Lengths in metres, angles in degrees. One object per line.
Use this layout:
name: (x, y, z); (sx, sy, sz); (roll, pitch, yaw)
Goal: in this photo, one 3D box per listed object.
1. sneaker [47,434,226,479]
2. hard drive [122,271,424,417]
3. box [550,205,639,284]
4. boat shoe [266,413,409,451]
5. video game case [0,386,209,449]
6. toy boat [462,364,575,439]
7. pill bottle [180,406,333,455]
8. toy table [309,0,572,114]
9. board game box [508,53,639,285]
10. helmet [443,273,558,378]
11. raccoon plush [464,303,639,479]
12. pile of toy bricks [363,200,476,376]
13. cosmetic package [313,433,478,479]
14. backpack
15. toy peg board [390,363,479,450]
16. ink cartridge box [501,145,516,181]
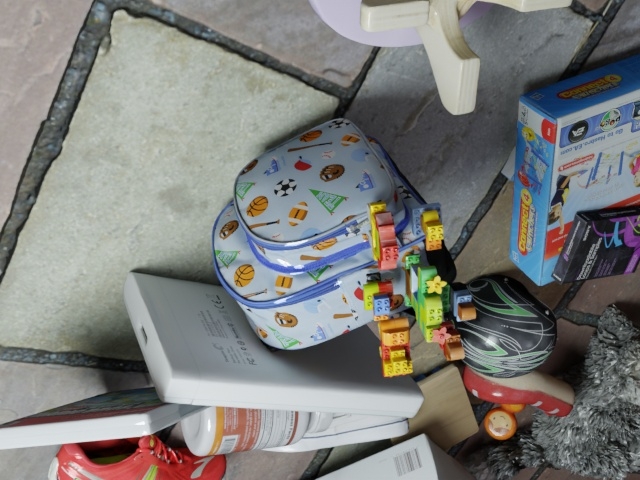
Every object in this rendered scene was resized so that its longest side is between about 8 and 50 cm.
sneaker: (-0.259, 0.335, 1.094); (0.279, 0.107, 0.118); (7, 110, -34)
hard drive: (-0.063, 0.138, 0.957); (0.353, 0.233, 0.047); (11, 111, -31)
box: (0.442, 0.007, 1.125); (0.162, 0.029, 0.116); (-6, 125, -24)
boat shoe: (0.019, 0.301, 1.232); (0.258, 0.095, 0.084); (-6, 85, -9)
video game case: (-0.239, 0.207, 0.891); (0.204, 0.025, 0.285); (-9, 175, 12)
toy boat: (0.352, 0.296, 1.345); (0.231, 0.151, 0.151); (27, 88, -38)
pill bottle: (-0.094, 0.256, 1.110); (0.216, 0.121, 0.121); (2, 121, -30)
toy table: (0.138, -0.289, 0.819); (0.274, 0.161, 0.252); (-23, 130, -11)
board game box: (0.446, -0.116, 1.118); (0.308, 0.086, 0.302); (-20, 130, -15)
helmet: (0.304, 0.152, 1.221); (0.169, 0.161, 0.169); (-14, 128, -19)
raccoon plush: (0.495, 0.332, 1.440); (0.446, 0.216, 0.299); (-25, 123, -10)
pile of toy bricks: (0.108, 0.065, 0.755); (0.118, 0.105, 0.212); (-8, 115, -4)
cosmetic package: (0.098, 0.515, 1.348); (0.377, 0.097, 0.284); (-29, 136, 17)
backpack: (0.000, 0.000, 0.895); (0.263, 0.276, 0.213); (-32, 127, 4)
toy peg board: (0.187, 0.312, 1.345); (0.161, 0.079, 0.160); (-27, 116, -9)
ink cartridge box: (0.328, -0.113, 1.133); (0.083, 0.028, 0.048); (9, 118, -33)
